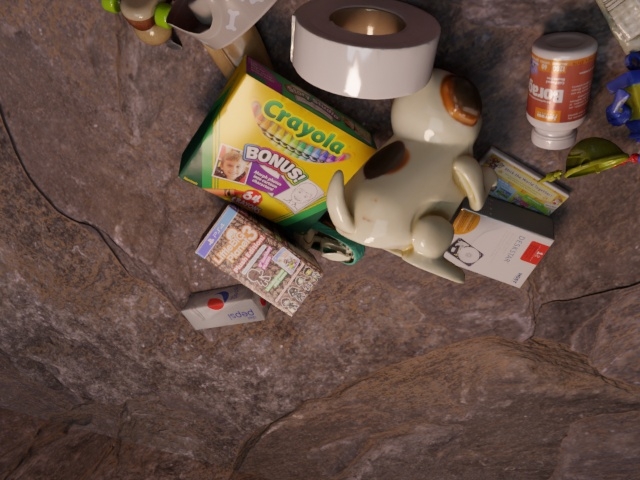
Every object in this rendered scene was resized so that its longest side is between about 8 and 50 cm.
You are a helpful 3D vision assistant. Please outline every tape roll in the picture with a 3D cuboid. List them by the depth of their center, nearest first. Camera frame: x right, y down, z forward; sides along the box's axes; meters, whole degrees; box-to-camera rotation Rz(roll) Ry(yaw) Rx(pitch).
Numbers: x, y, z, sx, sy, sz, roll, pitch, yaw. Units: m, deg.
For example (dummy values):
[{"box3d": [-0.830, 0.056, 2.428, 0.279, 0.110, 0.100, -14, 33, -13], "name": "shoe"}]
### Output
[{"box3d": [0.086, -0.387, 1.118, 0.286, 0.286, 0.100, 12, 132, 8], "name": "tape roll"}]

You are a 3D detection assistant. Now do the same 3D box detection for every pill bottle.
[{"box3d": [0.489, -0.303, 1.168, 0.121, 0.121, 0.216, 2, 129, 16], "name": "pill bottle"}]

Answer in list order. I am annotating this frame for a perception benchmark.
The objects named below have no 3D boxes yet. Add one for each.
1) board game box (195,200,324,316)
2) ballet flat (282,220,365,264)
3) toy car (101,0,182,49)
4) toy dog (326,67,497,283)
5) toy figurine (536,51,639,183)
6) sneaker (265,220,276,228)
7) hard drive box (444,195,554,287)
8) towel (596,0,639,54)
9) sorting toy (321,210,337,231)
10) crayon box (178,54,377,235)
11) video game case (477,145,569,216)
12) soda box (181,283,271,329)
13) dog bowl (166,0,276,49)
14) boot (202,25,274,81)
[{"box3d": [-0.158, 0.034, 1.480, 0.291, 0.232, 0.141, 36, 94, -11], "name": "board game box"}, {"box3d": [0.000, 0.000, 1.542, 0.247, 0.087, 0.083, 20, 128, 5], "name": "ballet flat"}, {"box3d": [-0.377, -0.508, 1.296, 0.155, 0.149, 0.188, 19, 161, 6], "name": "toy car"}, {"box3d": [0.202, -0.169, 1.245, 0.395, 0.284, 0.408, 21, 94, -28], "name": "toy dog"}, {"box3d": [0.602, -0.256, 1.132, 0.362, 0.191, 0.217, -12, 93, -12], "name": "toy figurine"}, {"box3d": [-0.155, 0.031, 1.652, 0.330, 0.122, 0.146, 43, 124, -14], "name": "sneaker"}, {"box3d": [0.431, -0.005, 1.425, 0.232, 0.089, 0.181, 19, 132, 2], "name": "hard drive box"}, {"box3d": [0.621, -0.524, 0.985, 0.312, 0.056, 0.324, -29, 117, 34], "name": "towel"}, {"box3d": [0.107, -0.102, 1.512, 0.347, 0.047, 0.196, -30, 111, 35], "name": "sorting toy"}, {"box3d": [-0.102, -0.207, 1.357, 0.362, 0.106, 0.313, 25, 127, -27], "name": "crayon box"}, {"box3d": [0.454, -0.102, 1.414, 0.226, 0.026, 0.206, 29, 132, -6], "name": "video game case"}, {"box3d": [-0.310, 0.217, 1.881, 0.286, 0.091, 0.098, -11, 124, 25], "name": "soda box"}, {"box3d": [-0.141, -0.509, 1.063, 0.348, 0.349, 0.102, -28, 128, 34], "name": "dog bowl"}, {"box3d": [-0.203, -0.371, 1.361, 0.236, 0.089, 0.270, -22, 121, 17], "name": "boot"}]
